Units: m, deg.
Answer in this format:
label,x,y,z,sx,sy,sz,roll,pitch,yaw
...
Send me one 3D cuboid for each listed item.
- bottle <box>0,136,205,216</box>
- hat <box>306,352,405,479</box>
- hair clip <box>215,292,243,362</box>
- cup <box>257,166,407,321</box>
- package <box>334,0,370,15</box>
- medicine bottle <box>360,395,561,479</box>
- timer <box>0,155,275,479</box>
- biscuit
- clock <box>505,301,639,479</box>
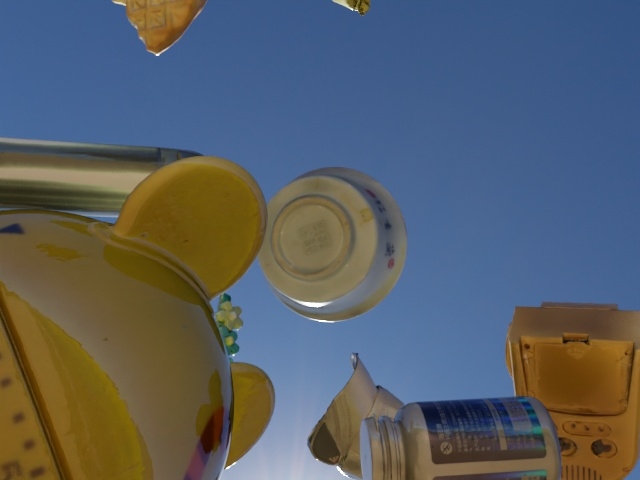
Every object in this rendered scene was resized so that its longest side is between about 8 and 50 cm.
label,x,y,z,sx,sy,sz,roll,pitch,yaw
bottle,-0.231,-0.068,0.697,0.253,0.080,0.096,3,-27,-20
hat,0.092,0.351,1.306,0.161,0.232,0.275,-1,-54,27
hair clip,-0.136,0.150,0.917,0.049,0.173,0.049,6,-32,4
cup,0.000,0.000,1.403,0.347,0.163,0.347,-2,-96,17
package,0.009,-0.521,1.209,0.090,0.168,0.226,-41,-119,-7
medicine bottle,0.142,0.222,0.694,0.191,0.107,0.107,-2,-69,-5
timer,-0.210,0.128,0.582,0.376,0.387,0.376,37,-42,41
biscuit,-0.259,-0.451,1.023,0.204,0.040,0.309,-37,-112,10
clock,0.446,0.275,1.146,0.244,0.200,0.317,2,-73,26
